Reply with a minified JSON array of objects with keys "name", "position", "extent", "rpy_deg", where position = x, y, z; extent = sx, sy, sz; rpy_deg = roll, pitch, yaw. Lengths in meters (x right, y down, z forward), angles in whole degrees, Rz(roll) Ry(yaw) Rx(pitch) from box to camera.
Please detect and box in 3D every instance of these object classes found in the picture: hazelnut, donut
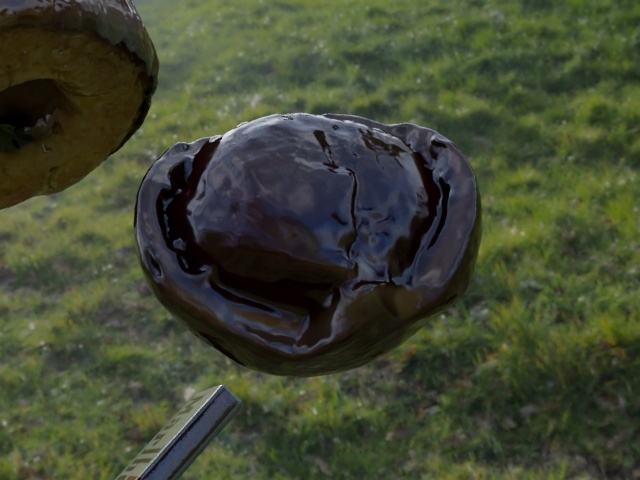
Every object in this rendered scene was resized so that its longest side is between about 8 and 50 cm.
[{"name":"hazelnut","position":[-0.003,-0.006,0.569],"extent":[0.201,0.170,0.160],"rpy_deg":[-26,-20,3]},{"name":"donut","position":[-0.290,-0.150,0.821],"extent":[0.317,0.150,0.299],"rpy_deg":[-23,-22,-40]}]

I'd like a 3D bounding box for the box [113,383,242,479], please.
[{"name":"box","position":[-0.156,0.216,0.892],"extent":[0.177,0.036,0.115],"rpy_deg":[-47,8,-26]}]
